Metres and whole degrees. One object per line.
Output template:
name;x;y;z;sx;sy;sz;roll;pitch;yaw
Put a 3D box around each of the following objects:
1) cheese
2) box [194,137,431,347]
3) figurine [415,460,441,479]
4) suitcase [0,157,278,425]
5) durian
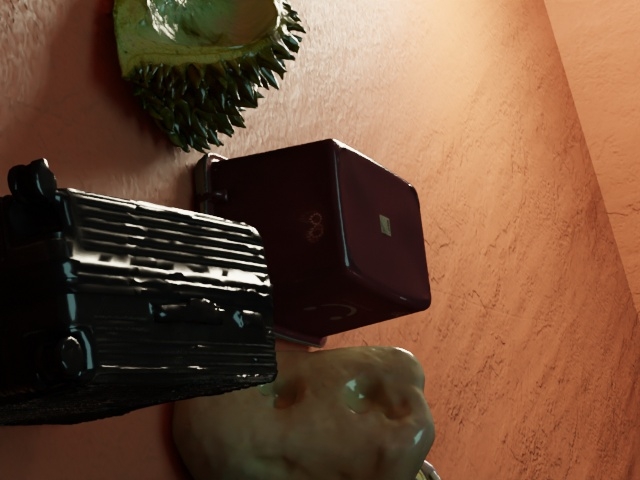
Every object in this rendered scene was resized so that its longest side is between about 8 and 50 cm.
cheese;-0.034;0.221;1.634;0.173;0.251;0.248;-97;-164;-46
box;0.000;0.000;1.786;0.294;0.167;0.193;24;55;-62
figurine;0.099;0.351;1.888;0.183;0.128;0.208;-83;158;-44
suitcase;-0.199;0.053;1.221;0.335;0.230;0.152;11;69;-64
durian;-0.131;-0.225;1.733;0.198;0.163;0.394;26;37;-11
